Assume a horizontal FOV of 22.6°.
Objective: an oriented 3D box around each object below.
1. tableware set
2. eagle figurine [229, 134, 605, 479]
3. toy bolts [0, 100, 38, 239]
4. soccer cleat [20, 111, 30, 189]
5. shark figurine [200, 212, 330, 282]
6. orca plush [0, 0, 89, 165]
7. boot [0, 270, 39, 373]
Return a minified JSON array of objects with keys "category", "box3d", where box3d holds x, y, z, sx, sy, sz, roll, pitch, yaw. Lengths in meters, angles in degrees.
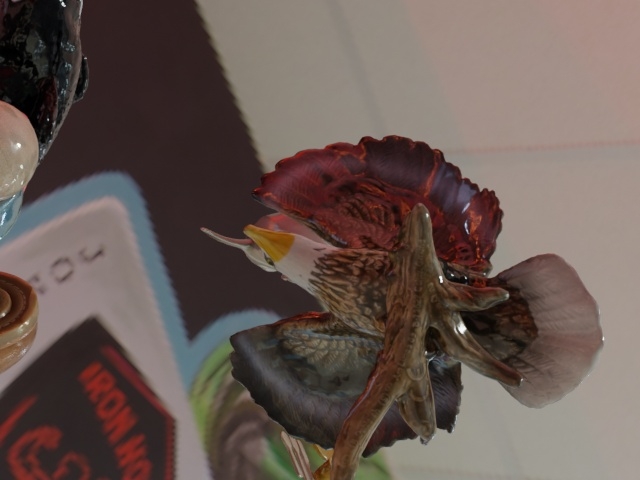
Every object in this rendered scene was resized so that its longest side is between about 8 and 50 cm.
[{"category":"tableware set","box3d":[-0.009,0.151,1.374,0.024,0.154,0.104,-34,-37,14]},{"category":"eagle figurine","box3d":[0.039,0.039,1.146,0.225,0.226,0.298,59,-7,-5]},{"category":"toy bolts","box3d":[-0.277,-0.048,0.907,0.228,0.218,0.158,28,-32,-22]},{"category":"soccer cleat","box3d":[-0.333,-0.059,1.227,0.083,0.248,0.095,35,-65,41]},{"category":"shark figurine","box3d":[0.003,0.000,1.561,0.166,0.116,0.278,31,-4,-41]},{"category":"orca plush","box3d":[-0.266,-0.102,1.325,0.151,0.287,0.102,34,2,-40]},{"category":"boot","box3d":[-0.268,0.151,0.961,0.109,0.283,0.220,-122,-171,-59]}]
